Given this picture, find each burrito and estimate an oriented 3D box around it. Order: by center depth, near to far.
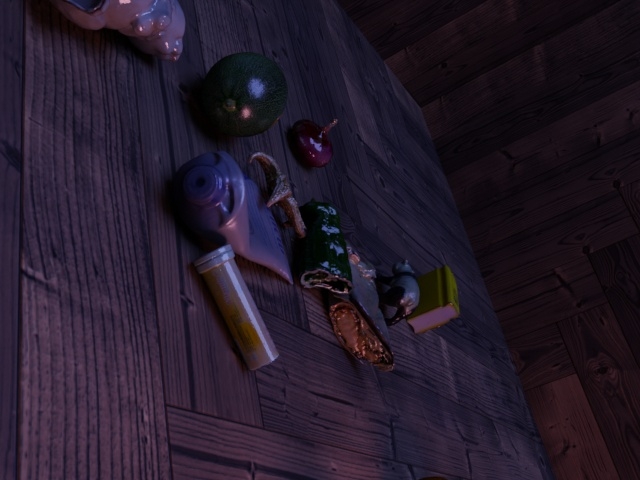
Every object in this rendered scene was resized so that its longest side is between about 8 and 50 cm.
[{"bbox_3d":[0.081,0.144,1.706,0.175,0.107,0.348,28,36,-33],"label":"burrito"}]

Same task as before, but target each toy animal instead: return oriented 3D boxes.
[{"bbox_3d":[-0.364,-0.454,1.273,0.258,0.194,0.357,41,3,5],"label":"toy animal"},{"bbox_3d":[0.224,0.139,2.019,0.094,0.121,0.225,56,21,-20],"label":"toy animal"}]

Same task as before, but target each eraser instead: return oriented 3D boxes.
[{"bbox_3d":[0.354,0.185,2.223,0.069,0.158,0.226,57,22,-24],"label":"eraser"}]

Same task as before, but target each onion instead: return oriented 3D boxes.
[{"bbox_3d":[-0.001,-0.285,1.949,0.150,0.140,0.150,49,22,-27],"label":"onion"}]

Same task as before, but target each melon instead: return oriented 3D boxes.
[{"bbox_3d":[-0.167,-0.319,1.540,0.182,0.182,0.288,60,19,-11],"label":"melon"}]

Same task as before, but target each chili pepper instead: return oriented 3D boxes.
[{"bbox_3d":[0.000,0.000,1.673,0.270,0.136,0.099,-100,-161,-44],"label":"chili pepper"}]

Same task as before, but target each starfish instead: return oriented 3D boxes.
[{"bbox_3d":[-0.090,-0.104,1.551,0.238,0.071,0.216,57,0,-28],"label":"starfish"}]

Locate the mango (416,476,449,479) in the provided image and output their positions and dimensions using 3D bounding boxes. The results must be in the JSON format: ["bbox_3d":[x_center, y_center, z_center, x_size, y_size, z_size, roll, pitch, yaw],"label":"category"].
[{"bbox_3d":[0.254,0.601,1.548,0.252,0.126,0.154,34,47,-54],"label":"mango"}]

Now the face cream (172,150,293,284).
[{"bbox_3d":[-0.157,-0.051,1.392,0.420,0.137,0.235,39,28,-70],"label":"face cream"}]

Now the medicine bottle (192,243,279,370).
[{"bbox_3d":[-0.146,0.118,1.238,0.218,0.074,0.074,65,21,-3],"label":"medicine bottle"}]
